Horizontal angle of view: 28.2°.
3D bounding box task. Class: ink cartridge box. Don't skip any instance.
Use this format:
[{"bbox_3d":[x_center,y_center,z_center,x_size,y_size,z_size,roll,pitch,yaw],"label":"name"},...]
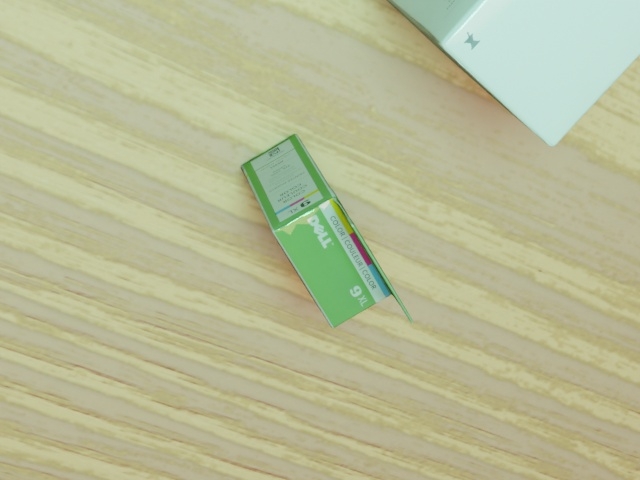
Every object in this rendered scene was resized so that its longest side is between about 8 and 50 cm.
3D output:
[{"bbox_3d":[0.000,0.000,1.072,0.062,0.209,0.109,-31,118,0],"label":"ink cartridge box"}]

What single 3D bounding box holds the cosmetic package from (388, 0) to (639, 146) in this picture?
[{"bbox_3d":[0.177,-0.229,1.004,0.138,0.225,0.224,38,101,-26],"label":"cosmetic package"}]
